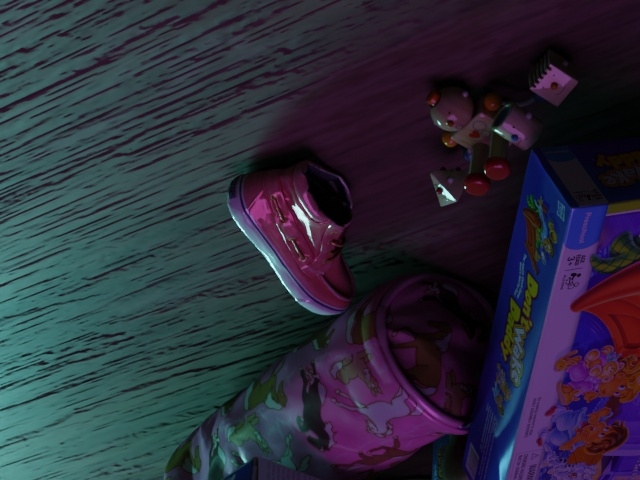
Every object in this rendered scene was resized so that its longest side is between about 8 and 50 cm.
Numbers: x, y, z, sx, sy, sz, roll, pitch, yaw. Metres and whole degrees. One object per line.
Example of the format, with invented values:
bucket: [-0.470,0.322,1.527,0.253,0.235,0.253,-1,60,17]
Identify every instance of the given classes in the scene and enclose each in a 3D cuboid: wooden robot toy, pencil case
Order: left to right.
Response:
pencil case: [0.011,0.177,1.718,0.167,0.160,0.386,52,132,-1]
wooden robot toy: [0.120,-0.093,1.426,0.079,0.076,0.173,32,135,-16]

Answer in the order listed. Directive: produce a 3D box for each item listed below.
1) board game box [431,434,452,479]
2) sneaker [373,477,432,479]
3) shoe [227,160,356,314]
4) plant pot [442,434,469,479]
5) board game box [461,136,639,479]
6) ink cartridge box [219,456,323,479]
board game box: [0.190,0.291,1.862,0.035,0.136,0.201,-28,133,36]
sneaker: [0.075,0.324,1.929,0.279,0.118,0.107,3,143,1]
shoe: [0.000,0.000,1.557,0.081,0.063,0.178,-14,135,31]
plant pot: [0.244,0.236,1.719,0.229,0.263,0.263,36,135,-11]
board game box: [0.261,0.072,1.489,0.233,0.078,0.347,-8,131,-18]
ink cartridge box: [-0.017,0.339,1.752,0.330,0.071,0.324,24,140,-27]
